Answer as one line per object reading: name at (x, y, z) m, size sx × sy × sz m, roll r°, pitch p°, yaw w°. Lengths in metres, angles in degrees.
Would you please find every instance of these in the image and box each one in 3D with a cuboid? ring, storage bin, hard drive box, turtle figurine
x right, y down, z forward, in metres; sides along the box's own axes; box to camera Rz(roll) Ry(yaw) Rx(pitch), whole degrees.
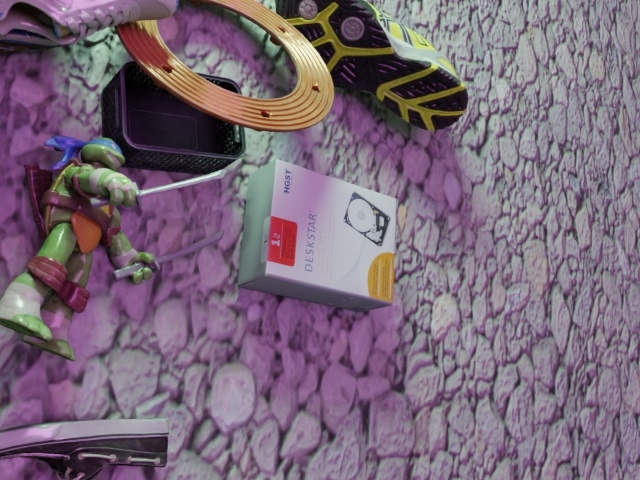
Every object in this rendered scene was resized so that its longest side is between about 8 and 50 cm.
ring at (-0.134, -0.269, 1.009) m, size 0.336 × 0.032 × 0.337 m, roll 20°, pitch 43°, yaw -20°
storage bin at (-0.204, -0.166, 0.982) m, size 0.180 × 0.084 × 0.122 m, roll 2°, pitch 77°, yaw -36°
hard drive box at (0.000, 0.000, 1.082) m, size 0.232 × 0.089 × 0.181 m, roll 14°, pitch 70°, yaw -32°
turtle figurine at (-0.245, 0.012, 0.840) m, size 0.274 × 0.197 × 0.266 m, roll 31°, pitch 66°, yaw -21°

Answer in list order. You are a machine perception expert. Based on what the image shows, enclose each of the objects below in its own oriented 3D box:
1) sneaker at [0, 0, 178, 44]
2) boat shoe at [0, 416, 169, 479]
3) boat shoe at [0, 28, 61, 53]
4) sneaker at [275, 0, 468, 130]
sneaker at (-0.289, -0.287, 0.860) m, size 0.228 × 0.087 × 0.092 m, roll -1°, pitch 76°, yaw -18°
boat shoe at (-0.279, 0.248, 0.828) m, size 0.219 × 0.077 × 0.070 m, roll 7°, pitch 73°, yaw -36°
boat shoe at (-0.408, -0.264, 0.871) m, size 0.183 × 0.066 × 0.066 m, roll 3°, pitch 74°, yaw -40°
sneaker at (0.083, -0.332, 1.220) m, size 0.384 × 0.145 × 0.147 m, roll 32°, pitch 30°, yaw -22°
